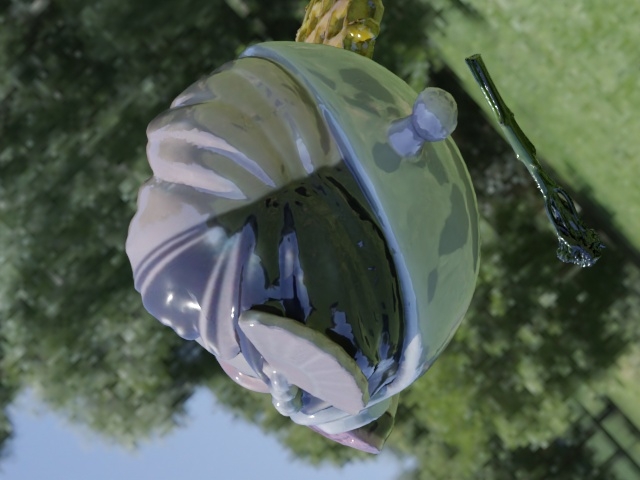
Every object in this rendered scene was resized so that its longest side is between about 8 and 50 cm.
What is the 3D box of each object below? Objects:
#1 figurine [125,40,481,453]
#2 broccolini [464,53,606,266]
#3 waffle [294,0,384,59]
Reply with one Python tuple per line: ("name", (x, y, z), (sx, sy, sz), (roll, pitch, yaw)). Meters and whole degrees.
("figurine", (-0.007, -0.007, 1.034), (0.253, 0.211, 0.361), (45, 179, 12))
("broccolini", (0.188, -0.070, 1.359), (0.218, 0.042, 0.044), (61, -171, -12))
("waffle", (-0.005, -0.131, 1.395), (0.052, 0.254, 0.245), (18, -155, -13))
